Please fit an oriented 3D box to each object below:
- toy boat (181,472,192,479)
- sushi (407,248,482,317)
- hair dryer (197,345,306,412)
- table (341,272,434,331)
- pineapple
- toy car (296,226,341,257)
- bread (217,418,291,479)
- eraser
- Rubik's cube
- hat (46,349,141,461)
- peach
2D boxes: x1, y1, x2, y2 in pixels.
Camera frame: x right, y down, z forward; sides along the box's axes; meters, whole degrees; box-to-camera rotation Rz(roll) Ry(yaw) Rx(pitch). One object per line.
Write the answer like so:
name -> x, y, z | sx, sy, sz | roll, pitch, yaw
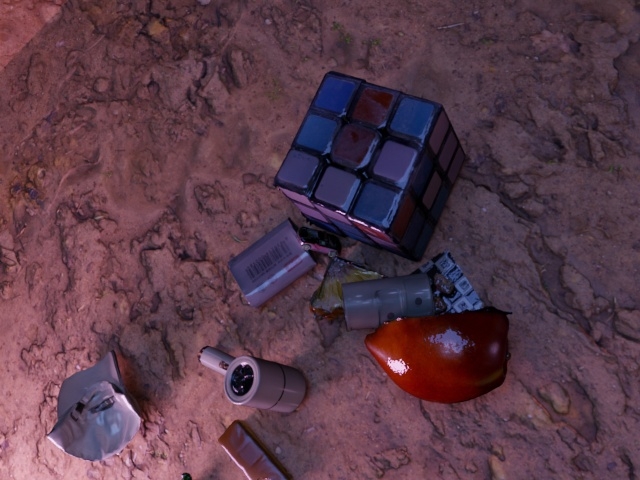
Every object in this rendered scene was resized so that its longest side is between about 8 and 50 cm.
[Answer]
toy boat -> -0.429, 0.738, 1.785 | 0.229, 0.089, 0.088 | -39, 85, -3
sushi -> 0.294, 0.147, 1.724 | 0.210, 0.040, 0.193 | -33, 65, 8
hair dryer -> -0.230, 0.359, 1.794 | 0.361, 0.203, 0.128 | 14, 82, 41
table -> 0.168, 0.156, 1.647 | 0.219, 0.126, 0.127 | -6, 71, 0
pineapple -> 0.073, 0.133, 1.787 | 0.236, 0.114, 0.186 | -26, 65, 1
toy car -> 0.000, 0.000, 1.832 | 0.055, 0.142, 0.069 | -56, 30, 37
bread -> -0.177, 0.592, 1.759 | 0.088, 0.049, 0.226 | -48, 65, 1
eraser -> -0.139, 0.064, 1.892 | 0.227, 0.081, 0.174 | -36, 61, 8
Rubik's cube -> 0.143, -0.182, 1.713 | 0.358, 0.362, 0.363 | 24, 82, 28
hat -> -0.651, 0.485, 1.935 | 0.257, 0.168, 0.301 | -28, 41, 3
peach -> 0.287, 0.288, 1.560 | 0.361, 0.258, 0.201 | -8, 71, 11
